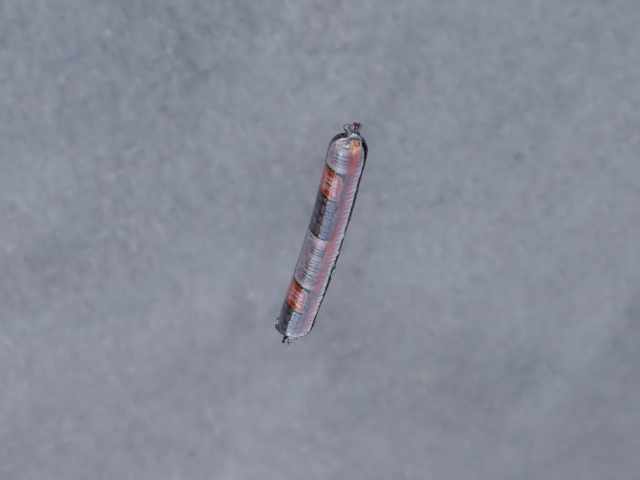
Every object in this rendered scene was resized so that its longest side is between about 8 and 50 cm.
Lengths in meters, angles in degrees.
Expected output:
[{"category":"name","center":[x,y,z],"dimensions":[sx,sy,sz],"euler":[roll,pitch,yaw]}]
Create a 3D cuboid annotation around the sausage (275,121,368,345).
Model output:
[{"category":"sausage","center":[0.000,0.000,1.009],"dimensions":[0.025,0.028,0.198],"euler":[-56,167,-44]}]
